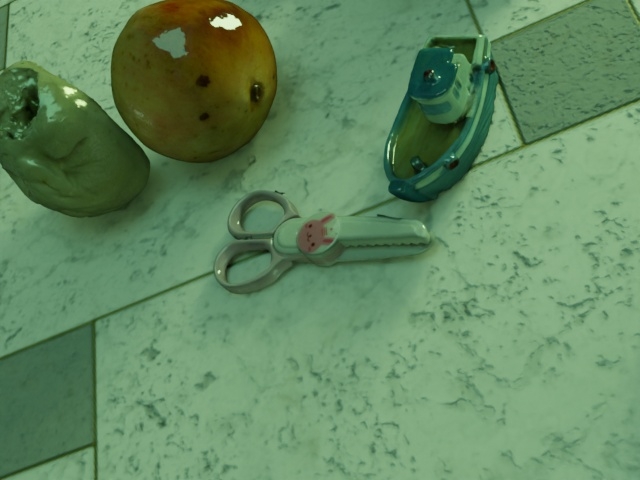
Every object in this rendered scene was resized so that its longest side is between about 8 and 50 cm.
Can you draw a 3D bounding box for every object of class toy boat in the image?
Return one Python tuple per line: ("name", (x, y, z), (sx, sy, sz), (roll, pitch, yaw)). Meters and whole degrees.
("toy boat", (0.109, -0.134, 0.937), (0.088, 0.102, 0.215), (6, 63, 33))

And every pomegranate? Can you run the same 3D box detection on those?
("pomegranate", (-0.141, -0.180, 1.053), (0.191, 0.191, 0.191), (-14, 54, 20))

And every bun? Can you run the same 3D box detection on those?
("bun", (-0.299, -0.105, 1.073), (0.178, 0.193, 0.128), (28, 75, 42))

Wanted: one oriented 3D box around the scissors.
("scissors", (0.000, 0.000, 0.951), (0.242, 0.030, 0.118), (0, 61, 31))
